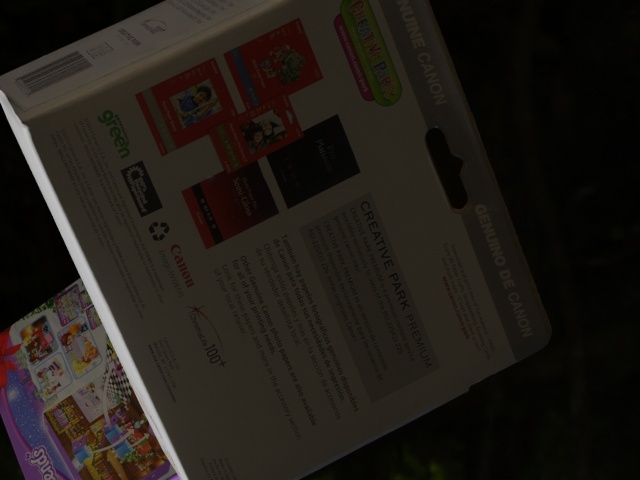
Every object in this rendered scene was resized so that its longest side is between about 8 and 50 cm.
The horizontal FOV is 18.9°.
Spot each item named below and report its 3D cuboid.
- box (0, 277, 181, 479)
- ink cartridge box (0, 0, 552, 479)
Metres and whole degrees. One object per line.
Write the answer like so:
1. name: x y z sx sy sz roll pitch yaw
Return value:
1. box: -0.248 0.184 2.133 0.201 0.057 0.293 -34 -125 8
2. ink cartridge box: -0.027 -0.015 1.290 0.271 0.309 0.130 -25 -158 -9
